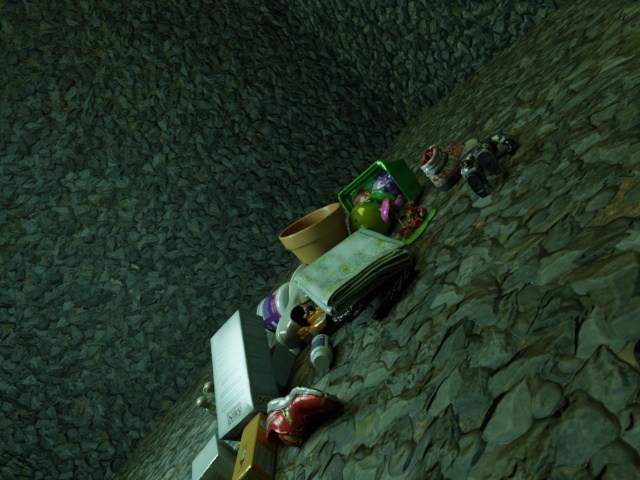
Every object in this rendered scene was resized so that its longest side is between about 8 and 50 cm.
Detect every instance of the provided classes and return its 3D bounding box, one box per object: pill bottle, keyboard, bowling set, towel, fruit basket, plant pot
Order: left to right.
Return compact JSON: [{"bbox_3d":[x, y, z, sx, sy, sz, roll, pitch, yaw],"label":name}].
[{"bbox_3d":[-0.385,0.605,1.772,0.200,0.154,0.287,-49,8,3],"label":"bowling set"},{"bbox_3d":[-0.174,0.316,1.908,0.323,0.181,0.181,-40,12,51],"label":"pill bottle"},{"bbox_3d":[0.000,0.000,1.749,0.291,0.203,0.291,-27,13,7],"label":"plant pot"},{"bbox_3d":[0.005,0.336,1.253,0.067,0.067,0.120,-47,8,11],"label":"pill bottle"},{"bbox_3d":[0.092,0.088,1.386,0.320,0.090,0.374,-32,17,-12],"label":"towel"},{"bbox_3d":[0.218,-0.141,1.792,0.392,0.283,0.392,-34,-2,-1],"label":"fruit basket"},{"bbox_3d":[0.215,0.149,1.181,0.192,0.038,0.100,-51,-15,-12],"label":"keyboard"}]

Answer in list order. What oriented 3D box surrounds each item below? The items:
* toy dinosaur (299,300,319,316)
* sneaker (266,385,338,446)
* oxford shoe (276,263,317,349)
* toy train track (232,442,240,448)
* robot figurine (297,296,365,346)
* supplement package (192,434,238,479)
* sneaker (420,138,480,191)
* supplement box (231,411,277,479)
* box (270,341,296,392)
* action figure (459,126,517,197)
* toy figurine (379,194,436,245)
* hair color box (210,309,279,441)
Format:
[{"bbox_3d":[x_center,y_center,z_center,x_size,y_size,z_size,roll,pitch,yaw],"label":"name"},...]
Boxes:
[{"bbox_3d":[-0.052,0.237,1.441,0.047,0.090,0.082,-67,-20,-13],"label":"toy dinosaur"},{"bbox_3d":[-0.049,0.443,1.033,0.279,0.107,0.118,-45,26,44],"label":"sneaker"},{"bbox_3d":[-0.055,0.240,1.704,0.130,0.169,0.449,-47,15,36],"label":"oxford shoe"},{"bbox_3d":[-0.274,0.675,1.353,0.083,0.014,0.048,-43,1,1],"label":"toy train track"},{"bbox_3d":[0.049,0.232,1.449,0.291,0.085,0.211,-46,9,22],"label":"robot figurine"},{"bbox_3d":[-0.296,0.659,1.209,0.105,0.105,0.179,-51,9,-17],"label":"supplement package"},{"bbox_3d":[0.476,-0.319,1.540,0.270,0.145,0.090,-51,8,-20],"label":"sneaker"},{"bbox_3d":[-0.166,0.557,1.097,0.078,0.080,0.233,-49,6,6],"label":"supplement box"},{"bbox_3d":[-0.177,0.473,1.502,0.130,0.091,0.170,-46,9,23],"label":"box"},{"bbox_3d":[0.498,-0.243,1.270,0.185,0.099,0.285,-52,1,38],"label":"action figure"},{"bbox_3d":[0.286,-0.093,1.446,0.173,0.159,0.130,-48,8,3],"label":"toy figurine"},{"bbox_3d":[-0.256,0.437,1.387,0.185,0.114,0.374,-46,39,23],"label":"hair color box"}]
